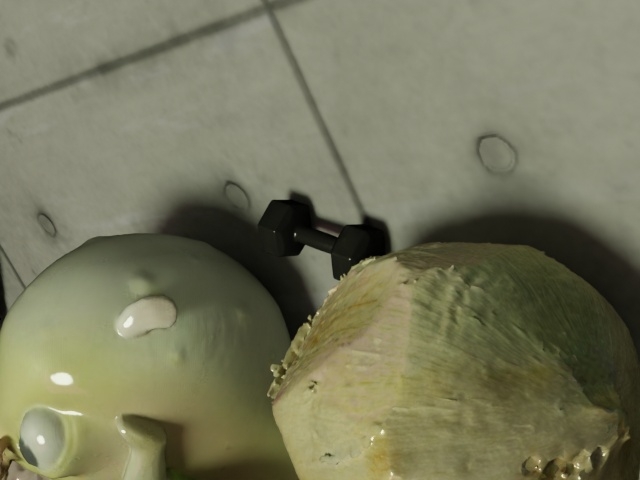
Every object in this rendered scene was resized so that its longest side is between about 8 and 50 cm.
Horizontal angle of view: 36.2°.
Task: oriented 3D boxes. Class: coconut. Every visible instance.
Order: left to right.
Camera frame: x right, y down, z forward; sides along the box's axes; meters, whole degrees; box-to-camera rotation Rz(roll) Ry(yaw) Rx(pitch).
[{"bbox_3d":[0.076,0.090,0.500,0.194,0.194,0.194,26,137,28],"label":"coconut"}]

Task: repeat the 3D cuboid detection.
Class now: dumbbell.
[{"bbox_3d":[0.000,0.000,0.614,0.083,0.036,0.040,20,134,34],"label":"dumbbell"}]

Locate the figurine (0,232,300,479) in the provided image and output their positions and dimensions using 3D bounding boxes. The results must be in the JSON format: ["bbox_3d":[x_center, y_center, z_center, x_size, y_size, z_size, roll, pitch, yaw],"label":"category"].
[{"bbox_3d":[-0.078,0.191,0.649,0.226,0.274,0.394,112,154,-72],"label":"figurine"}]

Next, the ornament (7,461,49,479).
[{"bbox_3d":[-0.262,0.261,0.942,0.259,0.225,0.259,25,136,27],"label":"ornament"}]
